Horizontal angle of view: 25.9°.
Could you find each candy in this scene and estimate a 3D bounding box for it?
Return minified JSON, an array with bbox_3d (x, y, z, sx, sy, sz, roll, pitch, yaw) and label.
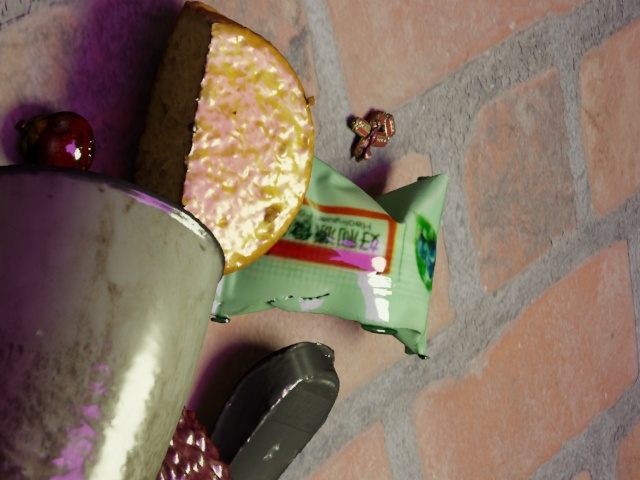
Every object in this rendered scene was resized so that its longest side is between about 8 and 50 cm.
[{"bbox_3d":[-0.004,0.000,1.820,0.398,0.172,0.263,13,79,-27],"label":"candy"}]

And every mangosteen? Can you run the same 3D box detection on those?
[{"bbox_3d":[-0.287,-0.102,1.533,0.081,0.081,0.081,-13,108,-44],"label":"mangosteen"}]

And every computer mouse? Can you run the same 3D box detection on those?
[{"bbox_3d":[-0.088,0.248,1.810,0.295,0.087,0.168,-54,154,0],"label":"computer mouse"}]

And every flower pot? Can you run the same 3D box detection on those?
[{"bbox_3d":[-0.262,0.133,1.378,0.293,0.293,0.330,39,49,-44],"label":"flower pot"}]

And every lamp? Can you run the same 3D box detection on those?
[{"bbox_3d":[0.075,-0.148,1.934,0.083,0.031,0.063,-27,119,-45],"label":"lamp"}]

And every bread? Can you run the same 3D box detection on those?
[{"bbox_3d":[-0.105,-0.097,1.613,0.179,0.194,0.340,13,87,-24],"label":"bread"}]

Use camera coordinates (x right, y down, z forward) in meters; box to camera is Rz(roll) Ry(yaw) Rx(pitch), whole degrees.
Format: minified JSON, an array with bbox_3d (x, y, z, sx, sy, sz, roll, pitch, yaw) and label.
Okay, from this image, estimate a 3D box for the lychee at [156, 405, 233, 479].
[{"bbox_3d":[-0.226,0.276,1.572,0.271,0.271,0.271,-13,108,-44],"label":"lychee"}]
